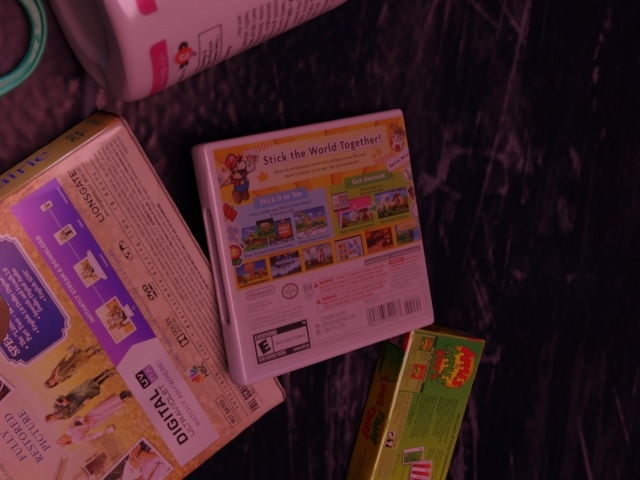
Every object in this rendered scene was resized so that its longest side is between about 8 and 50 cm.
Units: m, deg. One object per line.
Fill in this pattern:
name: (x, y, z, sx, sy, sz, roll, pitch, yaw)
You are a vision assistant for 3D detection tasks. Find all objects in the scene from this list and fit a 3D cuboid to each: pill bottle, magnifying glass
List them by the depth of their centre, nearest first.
magnifying glass: (-0.292, -0.105, 0.921, 0.092, 0.026, 0.231, 35, 82, -31)
pill bottle: (-0.064, -0.234, 0.937, 0.283, 0.160, 0.160, -28, 114, -21)

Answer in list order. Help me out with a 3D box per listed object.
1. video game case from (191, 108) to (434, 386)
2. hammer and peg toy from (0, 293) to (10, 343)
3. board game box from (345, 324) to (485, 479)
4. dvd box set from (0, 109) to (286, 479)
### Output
video game case: (0.000, 0.000, 1.066, 0.227, 0.026, 0.206, -14, 98, -37)
hammer and peg toy: (-0.348, 0.147, 0.753, 0.266, 0.127, 0.361, 7, 116, -38)
board game box: (0.092, 0.174, 1.192, 0.092, 0.043, 0.181, 12, 96, -32)
dvd box set: (-0.263, 0.135, 0.971, 0.420, 0.062, 0.307, -38, 117, -17)
